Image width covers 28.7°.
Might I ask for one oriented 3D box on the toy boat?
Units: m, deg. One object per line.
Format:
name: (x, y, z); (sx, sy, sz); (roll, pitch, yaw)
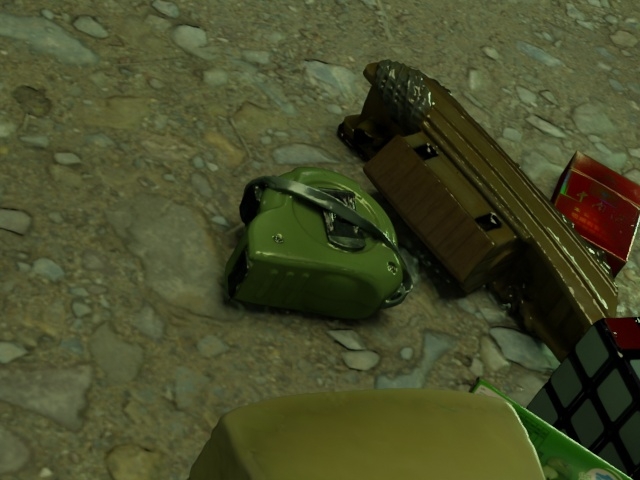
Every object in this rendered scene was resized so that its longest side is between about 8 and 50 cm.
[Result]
toy boat: (0.176, -0.032, 1.434); (0.162, 0.136, 0.445); (-22, 61, -36)

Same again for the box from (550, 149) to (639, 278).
box: (0.346, -0.032, 1.587); (0.112, 0.048, 0.175); (29, 40, 2)

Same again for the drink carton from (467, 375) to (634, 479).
drink carton: (0.194, 0.266, 1.102); (0.271, 0.161, 0.108); (33, 42, 15)

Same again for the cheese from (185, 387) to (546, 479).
cheese: (0.007, 0.230, 0.957); (0.243, 0.265, 0.124); (-2, 48, -31)

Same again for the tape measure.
tape measure: (0.000, 0.000, 1.319); (0.200, 0.106, 0.175); (12, 46, -21)

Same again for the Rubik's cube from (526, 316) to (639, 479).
Rubik's cube: (0.333, 0.185, 1.265); (0.162, 0.160, 0.163); (2, 47, -28)
